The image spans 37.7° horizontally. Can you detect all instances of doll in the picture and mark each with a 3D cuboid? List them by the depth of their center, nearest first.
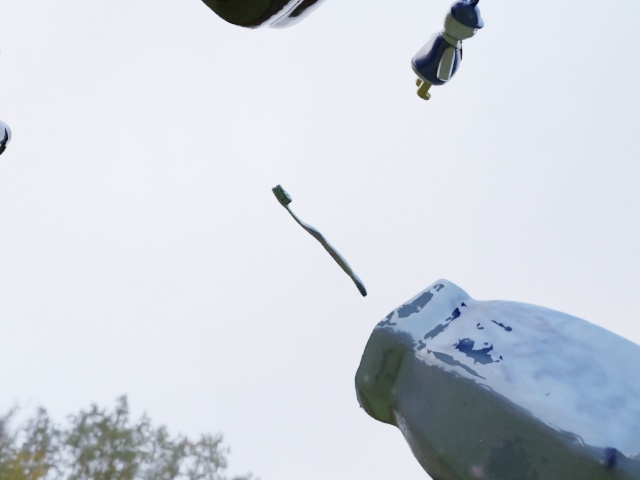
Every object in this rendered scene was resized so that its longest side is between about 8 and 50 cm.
[{"bbox_3d":[0.152,-0.235,1.123,0.058,0.098,0.143,17,-51,-17],"label":"doll"}]

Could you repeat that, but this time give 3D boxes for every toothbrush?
[{"bbox_3d":[0.000,0.000,1.748,0.269,0.021,0.027,49,-46,2],"label":"toothbrush"}]

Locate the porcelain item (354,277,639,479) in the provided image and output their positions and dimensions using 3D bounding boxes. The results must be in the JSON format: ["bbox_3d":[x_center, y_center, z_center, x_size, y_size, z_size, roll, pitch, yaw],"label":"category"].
[{"bbox_3d":[0.240,0.199,0.943,0.405,0.242,0.178,27,-52,30],"label":"porcelain item"}]

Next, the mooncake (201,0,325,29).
[{"bbox_3d":[-0.083,-0.388,1.099,0.154,0.306,0.306,-34,-61,30],"label":"mooncake"}]

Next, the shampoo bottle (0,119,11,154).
[{"bbox_3d":[-0.479,-0.143,1.270,0.072,0.214,0.072,0,-83,3],"label":"shampoo bottle"}]
